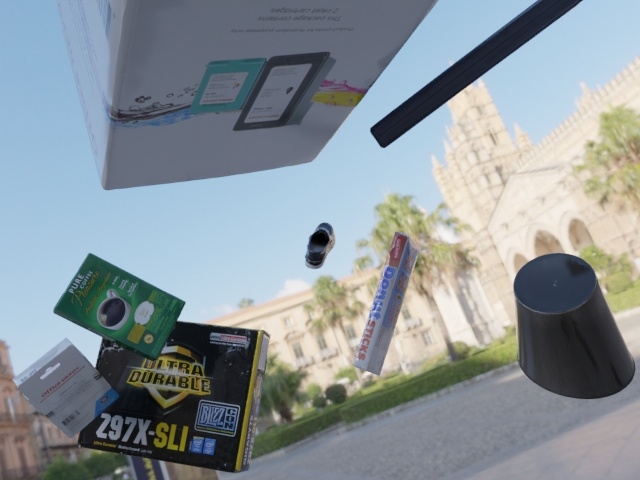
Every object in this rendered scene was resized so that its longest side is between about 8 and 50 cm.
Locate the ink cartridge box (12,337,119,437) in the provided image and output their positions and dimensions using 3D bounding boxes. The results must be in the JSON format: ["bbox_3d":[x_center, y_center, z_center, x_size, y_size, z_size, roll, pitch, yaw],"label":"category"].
[{"bbox_3d":[-0.423,0.235,1.014,0.104,0.060,0.180,-41,-37,-23],"label":"ink cartridge box"}]

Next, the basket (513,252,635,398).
[{"bbox_3d":[0.416,0.141,1.047,0.204,0.154,0.227,12,-35,39],"label":"basket"}]

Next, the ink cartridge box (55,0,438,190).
[{"bbox_3d":[-0.071,-0.189,0.438,0.197,0.198,0.270,-11,-15,-26],"label":"ink cartridge box"}]

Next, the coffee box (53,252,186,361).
[{"bbox_3d":[-0.332,0.112,1.029,0.184,0.113,0.040,29,-26,-14],"label":"coffee box"}]

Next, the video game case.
[{"bbox_3d":[0.140,-0.166,0.622,0.196,0.026,0.274,-36,6,13],"label":"video game case"}]

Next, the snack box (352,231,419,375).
[{"bbox_3d":[0.087,0.082,0.791,0.022,0.178,0.064,14,-12,26],"label":"snack box"}]

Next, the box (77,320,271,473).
[{"bbox_3d":[-0.272,0.281,1.163,0.322,0.257,0.079,5,-15,13],"label":"box"}]

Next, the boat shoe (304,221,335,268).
[{"bbox_3d":[0.000,0.000,1.096,0.125,0.046,0.038,-62,-17,-51],"label":"boat shoe"}]
